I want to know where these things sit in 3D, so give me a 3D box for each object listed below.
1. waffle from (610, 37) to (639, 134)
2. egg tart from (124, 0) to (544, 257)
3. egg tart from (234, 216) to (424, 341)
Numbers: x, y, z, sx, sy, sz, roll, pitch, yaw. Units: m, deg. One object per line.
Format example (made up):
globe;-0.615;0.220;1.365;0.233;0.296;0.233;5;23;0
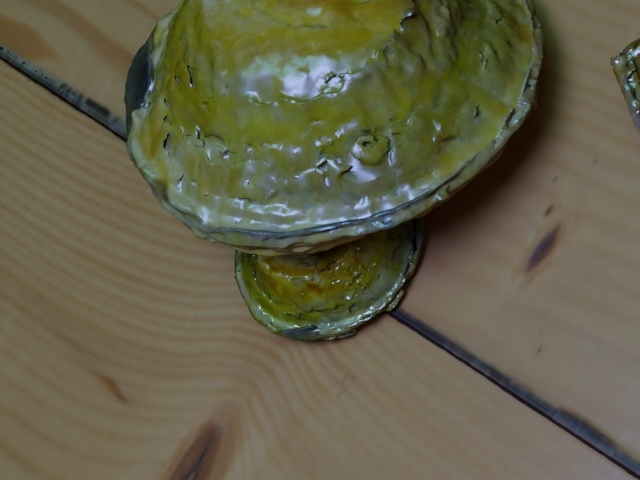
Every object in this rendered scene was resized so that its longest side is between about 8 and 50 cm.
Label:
waffle;0.428;-0.128;1.147;0.308;0.091;0.212;-21;61;21
egg tart;-0.001;-0.186;1.298;0.443;0.178;0.443;-9;50;11
egg tart;-0.001;0.000;1.343;0.213;0.090;0.212;-9;67;22
